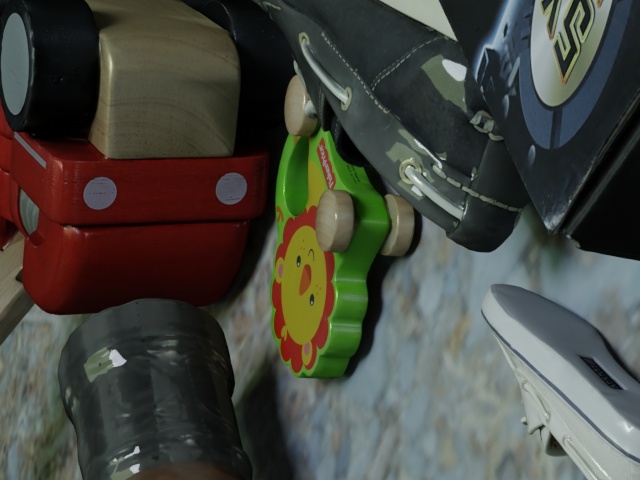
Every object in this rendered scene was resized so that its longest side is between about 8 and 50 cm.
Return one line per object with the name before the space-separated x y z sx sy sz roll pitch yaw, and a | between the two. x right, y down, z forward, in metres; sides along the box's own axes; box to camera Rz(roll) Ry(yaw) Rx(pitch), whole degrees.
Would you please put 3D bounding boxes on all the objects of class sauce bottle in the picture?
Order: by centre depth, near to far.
sauce bottle | -0.039 0.172 0.680 0.111 0.111 0.344 -58 35 37

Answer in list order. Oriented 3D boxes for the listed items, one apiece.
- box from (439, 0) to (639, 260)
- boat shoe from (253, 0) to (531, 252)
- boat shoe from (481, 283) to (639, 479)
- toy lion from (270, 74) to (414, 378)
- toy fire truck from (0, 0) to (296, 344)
box | 0.113 -0.061 0.385 0.077 0.180 0.147 -59 34 35
boat shoe | 0.013 -0.069 0.688 0.233 0.084 0.079 41 117 56
boat shoe | 0.075 0.049 0.586 0.100 0.035 0.035 47 120 49
toy lion | 0.000 0.000 0.752 0.096 0.034 0.100 115 150 -43
toy fire truck | -0.128 -0.007 0.891 0.217 0.159 0.246 -141 52 -59
